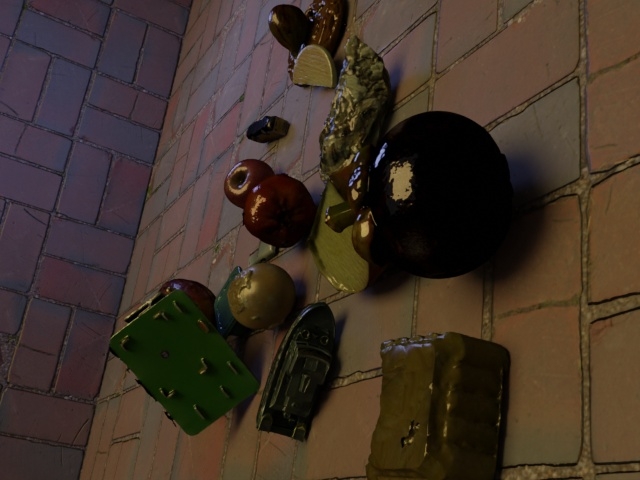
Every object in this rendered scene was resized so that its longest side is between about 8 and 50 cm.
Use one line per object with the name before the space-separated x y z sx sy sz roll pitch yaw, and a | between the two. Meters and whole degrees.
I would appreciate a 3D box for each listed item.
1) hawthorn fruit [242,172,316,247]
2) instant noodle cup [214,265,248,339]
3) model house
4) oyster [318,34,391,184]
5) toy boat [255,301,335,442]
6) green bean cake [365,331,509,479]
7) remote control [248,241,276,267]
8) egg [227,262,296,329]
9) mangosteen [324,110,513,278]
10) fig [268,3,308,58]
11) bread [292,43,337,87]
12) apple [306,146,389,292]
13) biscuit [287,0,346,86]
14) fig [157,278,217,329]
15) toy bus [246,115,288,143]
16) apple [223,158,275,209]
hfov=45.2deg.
hawthorn fruit | -0.107 -0.085 1.924 0.185 0.185 0.202 -62 22 19
instant noodle cup | -0.225 0.177 2.112 0.157 0.070 0.179 -58 27 24
model house | -0.330 0.279 2.016 0.242 0.358 0.313 -38 12 7
oyster | 0.072 -0.285 1.746 0.162 0.158 0.351 11 97 31
toy boat | -0.041 0.268 1.604 0.122 0.114 0.296 -153 82 -72
green bean cake | 0.161 0.263 1.175 0.233 0.124 0.236 -25 51 58
remote control | -0.161 0.030 2.131 0.166 0.029 0.065 -33 45 54
egg | -0.145 0.136 1.861 0.201 0.164 0.164 -40 38 56
mangosteen | 0.152 -0.064 1.223 0.302 0.275 0.275 -12 53 15
fig | -0.088 -0.585 2.163 0.103 0.109 0.155 11 -108 -81
bread | -0.011 -0.478 2.098 0.193 0.036 0.112 19 113 50
apple | 0.073 -0.040 1.474 0.346 0.179 0.254 105 166 -64
biscuit | -0.024 -0.590 2.230 0.296 0.075 0.296 -46 34 44
fig | -0.396 0.222 2.276 0.263 0.223 0.224 141 141 -61
toy bus | -0.161 -0.336 2.340 0.172 0.072 0.058 -6 68 62
apple | -0.196 -0.159 2.211 0.153 0.120 0.154 -14 60 27
